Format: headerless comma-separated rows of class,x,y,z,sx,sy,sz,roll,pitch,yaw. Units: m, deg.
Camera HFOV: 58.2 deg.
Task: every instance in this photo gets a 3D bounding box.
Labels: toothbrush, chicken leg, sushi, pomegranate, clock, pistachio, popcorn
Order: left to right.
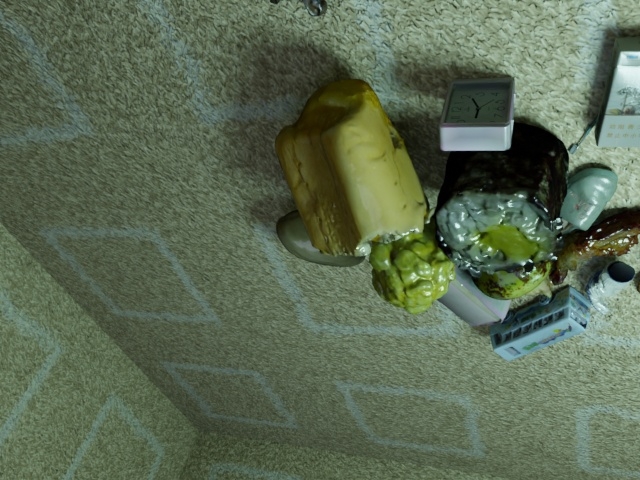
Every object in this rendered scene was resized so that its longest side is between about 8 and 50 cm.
pistachio,0.000,0.000,1.747,0.288,0.166,0.197,22,126,-1
popcorn,0.228,0.068,1.466,0.235,0.250,0.241,-37,91,28
clock,0.345,-0.279,1.254,0.150,0.197,0.063,4,137,20
sushi,0.422,-0.098,1.355,0.300,0.294,0.281,-13,130,35
pomegranate,0.535,0.080,1.557,0.222,0.204,0.276,-29,101,33
toothbrush,0.613,-0.258,1.310,0.014,0.011,0.167,23,142,5
chicken leg,0.725,0.018,1.514,0.323,0.082,0.177,-31,137,29

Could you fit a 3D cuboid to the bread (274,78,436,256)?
bread,0.084,-0.183,1.378,0.361,0.250,0.394,-5,109,58

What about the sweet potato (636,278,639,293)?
sweet potato,0.917,0.095,1.552,0.068,0.068,0.226,15,140,6

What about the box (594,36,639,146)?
box,0.666,-0.301,1.184,0.150,0.067,0.233,1,137,13

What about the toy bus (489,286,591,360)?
toy bus,0.676,0.269,1.799,0.109,0.135,0.330,35,138,-14

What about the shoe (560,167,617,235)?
shoe,0.641,-0.077,1.441,0.103,0.100,0.251,21,144,-2

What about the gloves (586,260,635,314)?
gloves,0.803,0.130,1.606,0.119,0.097,0.229,-19,143,-5

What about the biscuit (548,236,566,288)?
biscuit,0.638,0.066,1.661,0.145,0.033,0.224,14,140,7

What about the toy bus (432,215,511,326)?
toy bus,0.400,0.100,1.702,0.386,0.162,0.171,37,139,-19

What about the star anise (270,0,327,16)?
star anise,-0.027,-0.554,1.173,0.214,0.099,0.220,18,142,17
